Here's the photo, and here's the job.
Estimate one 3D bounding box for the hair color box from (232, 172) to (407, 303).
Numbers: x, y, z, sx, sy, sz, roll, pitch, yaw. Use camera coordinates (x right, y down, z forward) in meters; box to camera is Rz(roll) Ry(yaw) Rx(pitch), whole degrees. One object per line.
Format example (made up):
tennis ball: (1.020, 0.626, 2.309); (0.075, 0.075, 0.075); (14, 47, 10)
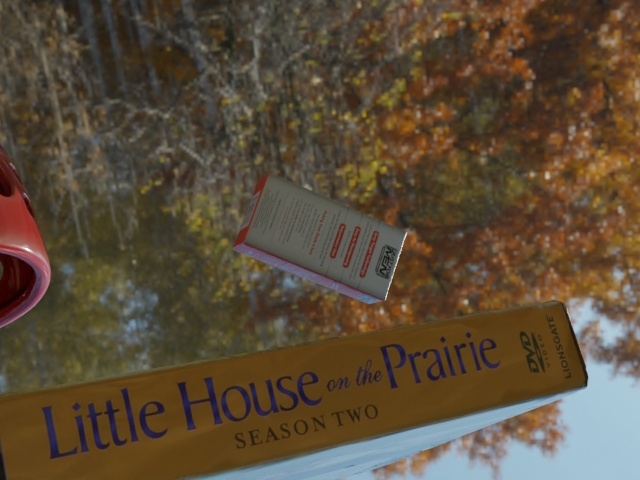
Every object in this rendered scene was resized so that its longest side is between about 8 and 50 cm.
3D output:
hair color box: (0.000, 0.000, 0.890); (0.141, 0.072, 0.043); (23, 165, -14)

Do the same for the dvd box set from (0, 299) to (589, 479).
dvd box set: (-0.093, 0.134, 0.594); (0.420, 0.062, 0.307); (-6, 161, -31)

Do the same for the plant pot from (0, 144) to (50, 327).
plant pot: (-0.316, -0.025, 0.732); (0.191, 0.174, 0.191); (-20, 160, -8)
